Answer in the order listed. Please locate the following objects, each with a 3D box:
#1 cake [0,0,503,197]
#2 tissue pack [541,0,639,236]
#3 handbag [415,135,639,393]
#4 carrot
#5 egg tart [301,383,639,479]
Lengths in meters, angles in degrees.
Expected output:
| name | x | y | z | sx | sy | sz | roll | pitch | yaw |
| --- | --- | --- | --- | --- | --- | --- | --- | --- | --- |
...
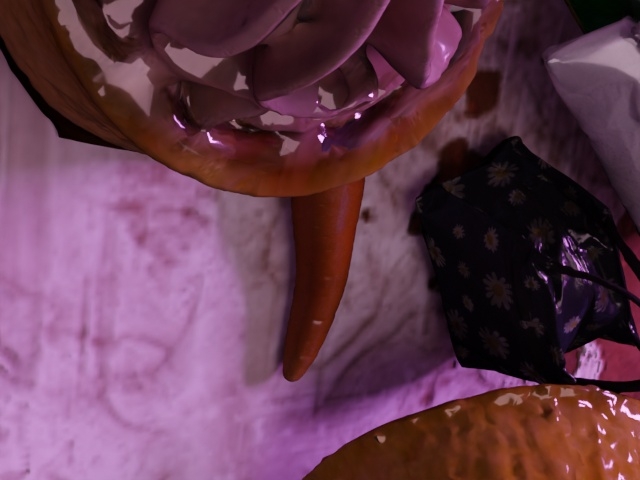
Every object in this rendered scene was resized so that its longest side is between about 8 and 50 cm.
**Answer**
| name | x | y | z | sx | sy | sz | roll | pitch | yaw |
| --- | --- | --- | --- | --- | --- | --- | --- | --- | --- |
| cake | -0.009 | -0.101 | 0.415 | 0.185 | 0.178 | 0.208 | -28 | 124 | -23 |
| tissue pack | 0.203 | -0.064 | 0.585 | 0.156 | 0.148 | 0.209 | -45 | 127 | -3 |
| handbag | 0.116 | 0.026 | 0.565 | 0.072 | 0.139 | 0.115 | -30 | 122 | -20 |
| carrot | 0.000 | 0.000 | 0.548 | 0.035 | 0.035 | 0.142 | -9 | 117 | -31 |
| egg tart | 0.087 | 0.177 | 0.564 | 0.215 | 0.171 | 0.215 | -6 | 136 | -6 |
